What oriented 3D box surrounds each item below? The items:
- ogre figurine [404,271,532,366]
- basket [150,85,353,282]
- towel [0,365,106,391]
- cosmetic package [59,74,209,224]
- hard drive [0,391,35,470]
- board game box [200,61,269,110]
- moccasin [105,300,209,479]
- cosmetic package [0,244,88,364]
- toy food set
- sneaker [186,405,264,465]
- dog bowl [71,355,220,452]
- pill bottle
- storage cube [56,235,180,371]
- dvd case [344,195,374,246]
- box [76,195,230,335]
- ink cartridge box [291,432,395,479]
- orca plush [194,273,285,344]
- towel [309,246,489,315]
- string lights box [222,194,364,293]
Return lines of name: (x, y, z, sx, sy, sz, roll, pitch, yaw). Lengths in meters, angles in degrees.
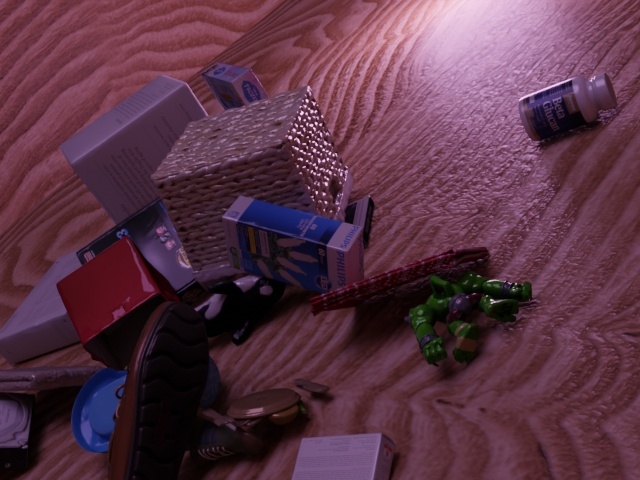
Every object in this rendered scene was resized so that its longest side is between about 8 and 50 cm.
ogre figurine: (0.216, 0.106, 1.311, 0.197, 0.097, 0.118, -48, 37, -4)
basket: (-0.133, -0.125, 1.846, 0.332, 0.266, 0.328, -13, 28, 18)
towel: (-0.623, 0.305, 1.891, 0.282, 0.049, 0.187, -8, -7, 41)
cosmetic package: (-0.498, -0.239, 2.532, 0.394, 0.329, 0.327, -37, 25, -9)
hard drive: (-0.778, 0.391, 1.789, 0.339, 0.064, 0.237, 3, 17, -15)
board game box: (-0.173, -0.322, 2.305, 0.066, 0.318, 0.319, -37, 25, -9)
moccasin: (-0.273, 0.286, 1.407, 0.147, 0.139, 0.379, -15, 66, 52)
cosmetic package: (-0.672, 0.147, 2.315, 0.285, 0.097, 0.377, -18, 28, 28)
toy food set: (-0.089, 0.274, 1.389, 0.192, 0.038, 0.132, -14, 5, -24)
sneaker: (-0.171, 0.336, 1.409, 0.192, 0.064, 0.086, 11, 63, 52)
dog bowl: (-0.316, 0.289, 1.582, 0.297, 0.074, 0.165, -28, 53, 10)
pill bottle: (0.479, -0.262, 1.667, 0.169, 0.094, 0.094, -19, 28, 29)
storage cube: (-0.411, 0.145, 1.814, 0.215, 0.183, 0.193, -35, 51, -3)
dvd case: (0.000, 0.000, 1.848, 0.239, 0.029, 0.179, -23, 26, 21)
box: (-0.394, 0.054, 2.029, 0.293, 0.073, 0.295, -34, 53, -6)
ink cartridge box: (0.021, 0.355, 1.177, 0.146, 0.045, 0.179, -13, 49, 36)
orca plush: (-0.191, 0.158, 1.701, 0.287, 0.151, 0.102, -19, 61, -4)
towel: (0.134, 0.067, 1.453, 0.275, 0.031, 0.199, -21, -8, 24)
string lights box: (-0.049, 0.013, 1.627, 0.260, 0.133, 0.076, 15, 45, 21)
